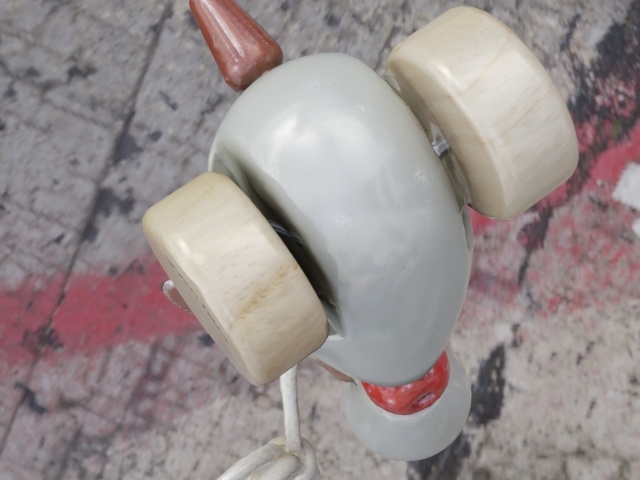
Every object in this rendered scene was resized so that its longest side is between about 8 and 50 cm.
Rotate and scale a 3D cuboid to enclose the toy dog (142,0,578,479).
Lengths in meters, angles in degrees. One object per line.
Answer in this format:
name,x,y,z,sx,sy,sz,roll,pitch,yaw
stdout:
toy dog,0.000,0.000,0.618,0.161,0.220,0.334,55,151,24
